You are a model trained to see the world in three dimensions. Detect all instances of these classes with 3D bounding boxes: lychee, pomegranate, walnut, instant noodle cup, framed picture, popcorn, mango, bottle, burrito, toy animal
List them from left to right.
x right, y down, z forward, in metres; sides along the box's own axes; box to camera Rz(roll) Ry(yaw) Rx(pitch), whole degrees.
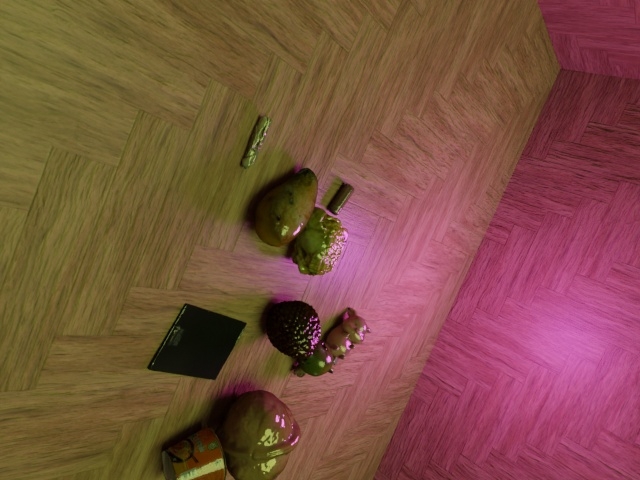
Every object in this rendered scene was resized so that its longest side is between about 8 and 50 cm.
[{"bbox_3d":[-0.489,0.854,1.757,0.182,0.230,0.230,-11,120,-37],"label":"instant noodle cup"},{"bbox_3d":[-0.437,0.382,1.690,0.339,0.014,0.255,35,83,-54],"label":"framed picture"},{"bbox_3d":[-0.209,-0.320,1.514,0.045,0.041,0.185,6,109,-61],"label":"burrito"},{"bbox_3d":[-0.258,0.797,1.883,0.381,0.381,0.381,-28,131,-38],"label":"walnut"},{"bbox_3d":[-0.116,-0.121,1.662,0.329,0.176,0.176,-56,170,-40],"label":"mango"},{"bbox_3d":[-0.108,0.363,1.886,0.236,0.271,0.235,-9,120,-16],"label":"lychee"},{"bbox_3d":[-0.032,0.565,2.172,0.179,0.179,0.210,-24,148,-41],"label":"pomegranate"},{"bbox_3d":[0.000,0.000,1.855,0.225,0.174,0.285,-13,113,-55],"label":"popcorn"},{"bbox_3d":[0.089,-0.174,1.952,0.140,0.053,0.053,-56,143,-10],"label":"bottle"},{"bbox_3d":[0.136,0.483,2.324,0.250,0.154,0.166,-40,115,-21],"label":"toy animal"}]

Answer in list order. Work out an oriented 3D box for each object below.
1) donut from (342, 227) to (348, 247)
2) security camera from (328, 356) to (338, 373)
[{"bbox_3d":[0.063,-0.001,2.021,0.140,0.059,0.140,-28,130,-39],"label":"donut"},{"bbox_3d":[0.064,0.649,2.436,0.092,0.058,0.058,-53,144,-34],"label":"security camera"}]
